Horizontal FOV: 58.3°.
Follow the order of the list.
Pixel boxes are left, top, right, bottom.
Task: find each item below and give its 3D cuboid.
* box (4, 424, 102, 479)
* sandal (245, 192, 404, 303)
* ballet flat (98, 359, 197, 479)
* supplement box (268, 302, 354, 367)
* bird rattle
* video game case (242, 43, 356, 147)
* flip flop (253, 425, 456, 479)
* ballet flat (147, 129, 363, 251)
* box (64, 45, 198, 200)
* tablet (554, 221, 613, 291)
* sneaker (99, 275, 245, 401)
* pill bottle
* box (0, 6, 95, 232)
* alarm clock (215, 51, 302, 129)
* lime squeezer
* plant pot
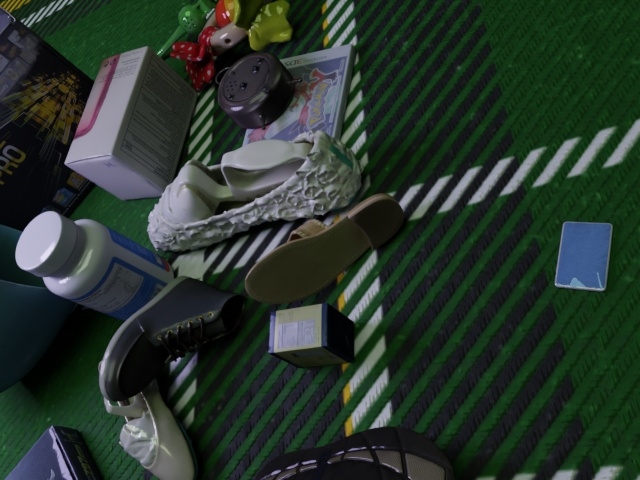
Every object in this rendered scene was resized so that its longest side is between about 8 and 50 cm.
[{"bbox_3d":[-0.418,0.423,0.840,0.233,0.059,0.183,-49,51,-1],"label":"box"},{"bbox_3d":[0.003,0.005,0.815,0.239,0.088,0.079,-31,23,5],"label":"sandal"},{"bbox_3d":[-0.257,0.253,0.816,0.086,0.086,0.248,-45,50,3],"label":"ballet flat"},{"bbox_3d":[-0.010,0.125,0.740,0.083,0.083,0.056,-12,60,24],"label":"supplement box"},{"bbox_3d":[-0.167,-0.408,1.105,0.253,0.143,0.207,-28,38,35],"label":"bird rattle"},{"bbox_3d":[-0.039,-0.234,0.977,0.183,0.023,0.202,-2,65,29],"label":"video game case"},{"bbox_3d":[0.030,0.284,0.639,0.277,0.080,0.112,-25,16,32],"label":"flip flop"},{"bbox_3d":[-0.135,-0.088,0.891,0.408,0.147,0.147,-14,60,25],"label":"ballet flat"},{"bbox_3d":[-0.342,-0.211,1.062,0.126,0.148,0.233,-3,65,29],"label":"box"},{"bbox_3d":[0.304,0.017,0.663,0.054,0.006,0.083,4,68,32],"label":"tablet"},{"bbox_3d":[-0.206,0.137,0.812,0.118,0.083,0.222,7,45,28],"label":"sneaker"},{"bbox_3d":[-0.343,0.042,0.888,0.124,0.221,0.125,-13,60,24],"label":"pill bottle"},{"bbox_3d":[-0.574,-0.170,1.069,0.395,0.318,0.097,-50,53,-2],"label":"box"},{"bbox_3d":[-0.127,-0.268,0.996,0.192,0.064,0.129,32,84,41],"label":"alarm clock"},{"bbox_3d":[-0.239,-0.482,1.197,0.059,0.110,0.310,42,91,-7],"label":"lime squeezer"},{"bbox_3d":[-0.577,0.118,0.958,0.293,0.293,0.235,30,97,37],"label":"plant pot"}]
